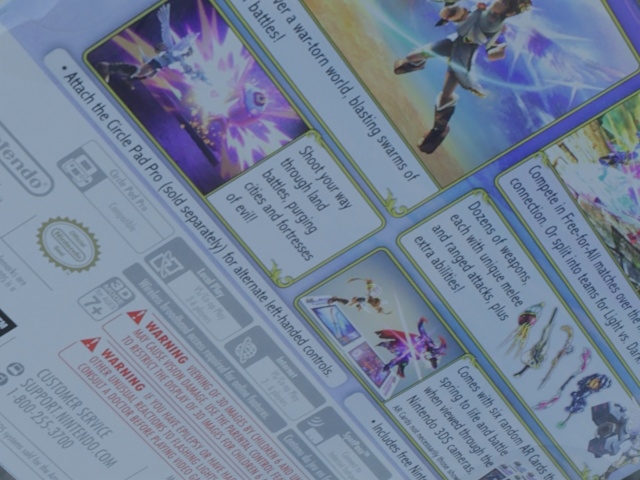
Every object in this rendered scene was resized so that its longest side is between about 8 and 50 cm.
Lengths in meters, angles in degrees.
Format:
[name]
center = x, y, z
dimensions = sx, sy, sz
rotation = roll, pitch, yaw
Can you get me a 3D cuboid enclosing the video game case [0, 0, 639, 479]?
[video game case]
center = 0.000, 0.000, 0.520
dimensions = 0.244, 0.269, 0.061
rotation = -31, 34, 13
